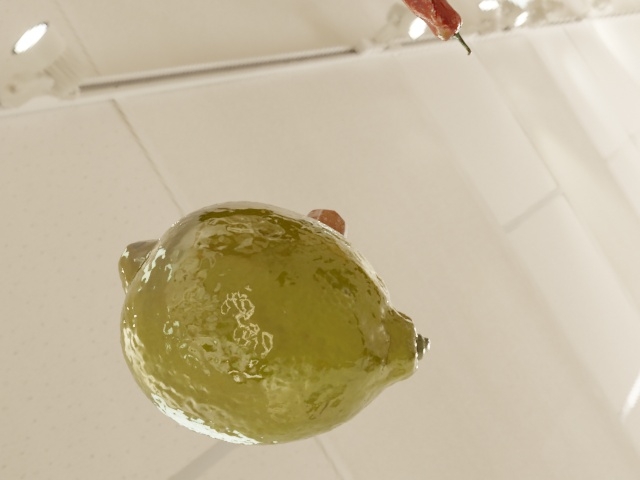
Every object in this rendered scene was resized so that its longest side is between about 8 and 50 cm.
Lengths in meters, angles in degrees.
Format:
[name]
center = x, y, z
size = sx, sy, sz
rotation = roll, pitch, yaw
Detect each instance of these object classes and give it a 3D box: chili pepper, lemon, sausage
[chili pepper]
center = 0.166, -0.356, 1.341
size = 0.191, 0.059, 0.050
rotation = 46, -116, -13
[lemon]
center = -0.043, 0.066, 0.677
size = 0.248, 0.184, 0.184
rotation = 17, -146, 10
[sausage]
center = 0.000, 0.000, 1.471
size = 0.089, 0.089, 0.179
rotation = 47, -154, -14
